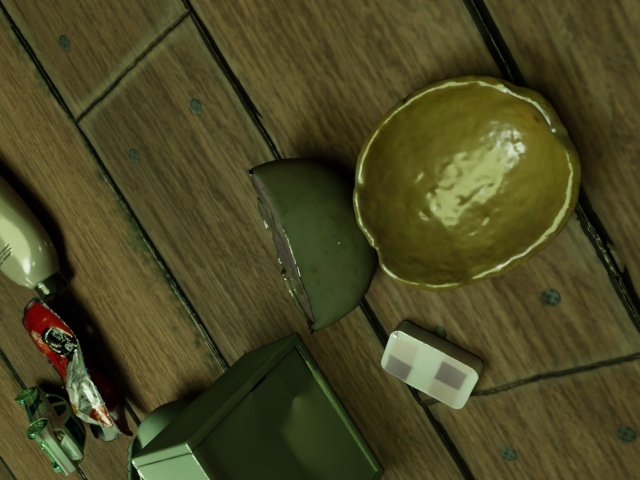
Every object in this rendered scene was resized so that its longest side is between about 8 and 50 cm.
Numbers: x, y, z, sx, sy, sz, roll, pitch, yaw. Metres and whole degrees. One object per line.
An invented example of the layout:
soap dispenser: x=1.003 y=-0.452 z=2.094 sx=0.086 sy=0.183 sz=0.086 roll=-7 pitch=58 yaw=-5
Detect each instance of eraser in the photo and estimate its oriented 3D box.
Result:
eraser: x=0.125 y=0.140 z=0.692 sx=0.105 sy=0.026 sz=0.065 roll=25 pitch=125 yaw=17

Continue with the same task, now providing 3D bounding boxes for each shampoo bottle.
shampoo bottle: x=-0.483 y=-0.020 z=0.936 sx=0.127 sy=0.078 sz=0.257 roll=-33 pitch=93 yaw=34

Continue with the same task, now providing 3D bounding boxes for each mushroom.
mushroom: x=0.000 y=0.000 z=0.647 sx=0.117 sy=0.141 sz=0.188 roll=-14 pitch=112 yaw=-1

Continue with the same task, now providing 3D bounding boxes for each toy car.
toy car: x=-0.463 y=0.318 z=1.064 sx=0.224 sy=0.076 sz=0.090 roll=20 pitch=139 yaw=55

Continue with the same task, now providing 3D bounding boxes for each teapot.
teapot: x=-0.208 y=0.329 z=0.875 sx=0.294 sy=0.130 sz=0.193 roll=-53 pitch=46 yaw=49

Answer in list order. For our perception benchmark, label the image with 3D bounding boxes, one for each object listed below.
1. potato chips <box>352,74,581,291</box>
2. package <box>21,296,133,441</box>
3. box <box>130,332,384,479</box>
potato chips: x=0.130 y=-0.049 z=0.570 sx=0.195 sy=0.062 sz=0.208 roll=19 pitch=113 yaw=14
package: x=-0.405 y=0.221 z=1.017 sx=0.194 sy=0.071 sz=0.269 roll=-33 pitch=87 yaw=43
box: x=-0.066 y=0.277 z=0.743 sx=0.117 sy=0.225 sz=0.225 roll=-28 pitch=97 yaw=36
